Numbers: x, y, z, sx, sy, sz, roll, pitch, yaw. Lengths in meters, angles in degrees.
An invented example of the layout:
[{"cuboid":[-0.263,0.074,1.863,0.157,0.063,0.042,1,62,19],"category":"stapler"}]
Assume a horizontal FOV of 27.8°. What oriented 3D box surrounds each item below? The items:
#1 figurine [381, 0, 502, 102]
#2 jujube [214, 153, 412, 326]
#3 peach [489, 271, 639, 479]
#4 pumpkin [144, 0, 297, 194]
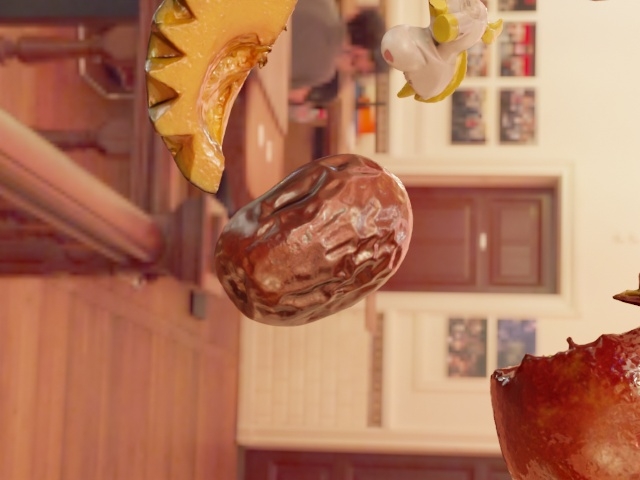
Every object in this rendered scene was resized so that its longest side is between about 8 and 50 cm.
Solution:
[{"cuboid":[0.153,-0.251,1.711,0.178,0.130,0.109,-46,-144,28],"category":"figurine"},{"cuboid":[0.000,0.000,1.535,0.243,0.183,0.183,-34,140,-27],"category":"jujube"},{"cuboid":[0.392,0.218,1.509,0.406,0.335,0.310,11,51,-65],"category":"peach"},{"cuboid":[-0.122,-0.190,1.297,0.254,0.130,0.149,-68,-159,6],"category":"pumpkin"}]
